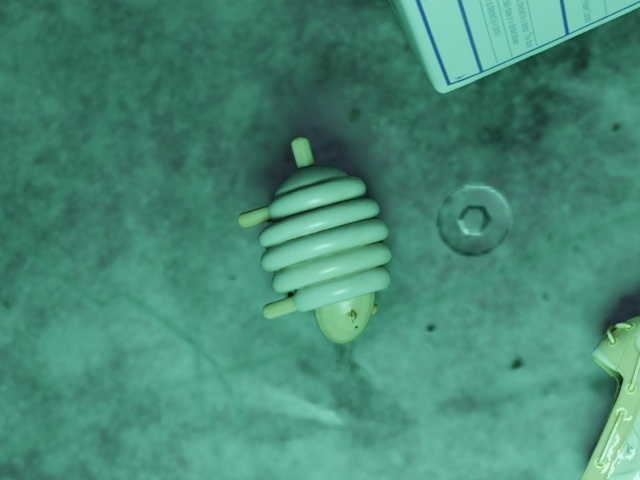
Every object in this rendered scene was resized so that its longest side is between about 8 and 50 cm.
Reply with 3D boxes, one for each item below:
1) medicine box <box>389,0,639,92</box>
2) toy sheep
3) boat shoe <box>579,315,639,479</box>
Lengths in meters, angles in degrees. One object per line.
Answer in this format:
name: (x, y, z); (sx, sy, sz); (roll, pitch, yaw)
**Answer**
medicine box: (0.153, -0.245, 1.019); (0.289, 0.263, 0.149); (-25, 72, 4)
toy sheep: (0.000, 0.000, 1.080); (0.091, 0.091, 0.132); (-17, 91, 7)
boat shoe: (0.190, 0.074, 1.031); (0.059, 0.063, 0.170); (11, 78, 8)
